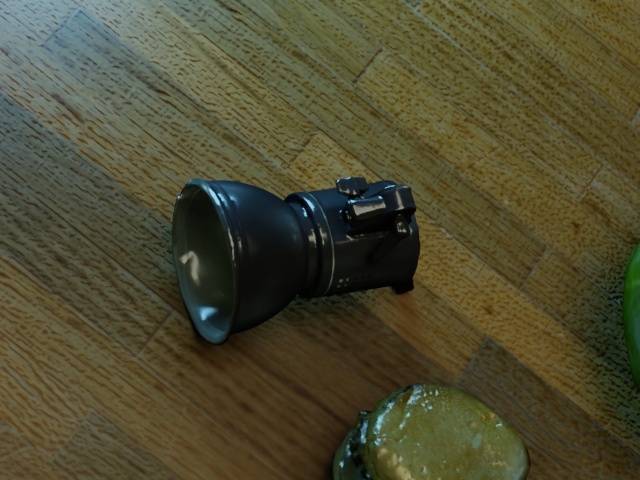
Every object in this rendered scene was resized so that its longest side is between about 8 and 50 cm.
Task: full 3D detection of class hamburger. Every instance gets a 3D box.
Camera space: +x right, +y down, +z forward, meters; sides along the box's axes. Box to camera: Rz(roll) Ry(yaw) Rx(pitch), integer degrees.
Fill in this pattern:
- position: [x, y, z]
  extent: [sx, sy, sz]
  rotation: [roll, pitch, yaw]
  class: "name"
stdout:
- position: [0.094, 0.203, 1.659]
  extent: [0.159, 0.131, 0.185]
  rotation: [45, 52, 13]
  class: "hamburger"

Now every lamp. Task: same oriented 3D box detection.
- position: [0.000, 0.000, 1.683]
  extent: [0.227, 0.172, 0.147]
  rotation: [-9, 70, -24]
  class: "lamp"

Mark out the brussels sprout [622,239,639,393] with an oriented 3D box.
- position: [0.460, 0.063, 1.781]
  extent: [0.354, 0.281, 0.289]
  rotation: [3, 66, -31]
  class: "brussels sprout"
